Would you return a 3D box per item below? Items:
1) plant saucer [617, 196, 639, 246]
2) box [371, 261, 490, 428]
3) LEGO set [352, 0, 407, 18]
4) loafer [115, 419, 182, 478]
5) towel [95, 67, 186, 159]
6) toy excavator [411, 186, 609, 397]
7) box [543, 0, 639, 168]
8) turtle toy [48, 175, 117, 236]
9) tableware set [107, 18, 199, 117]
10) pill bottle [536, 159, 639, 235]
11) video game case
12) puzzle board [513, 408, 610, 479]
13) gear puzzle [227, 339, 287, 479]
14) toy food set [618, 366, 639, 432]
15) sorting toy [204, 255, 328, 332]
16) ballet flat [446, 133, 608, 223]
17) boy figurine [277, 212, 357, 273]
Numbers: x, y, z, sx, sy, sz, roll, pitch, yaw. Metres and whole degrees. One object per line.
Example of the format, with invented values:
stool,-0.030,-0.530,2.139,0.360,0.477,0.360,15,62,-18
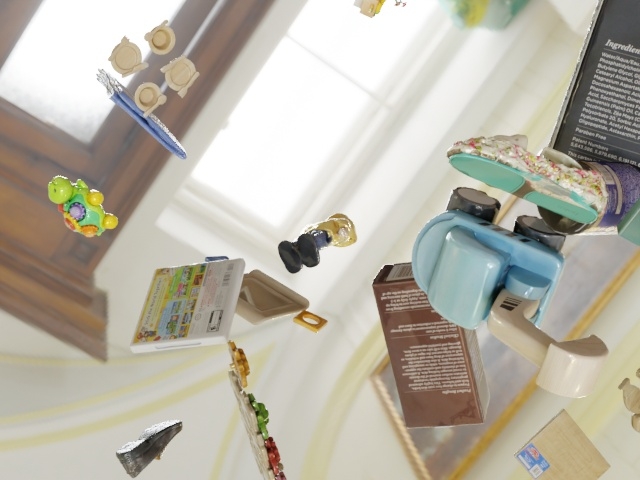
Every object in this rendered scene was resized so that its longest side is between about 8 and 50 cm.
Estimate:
plant saucer,0.483,-0.033,1.418,0.067,0.018,0.192,30,161,11
box,0.262,0.238,2.273,0.143,0.191,0.381,-49,-51,-64
LEGO set,0.123,-0.425,1.637,0.107,0.132,0.287,42,-166,-19
loafer,-0.348,0.427,2.027,0.170,0.062,0.061,-29,-76,-44
towel,-0.388,-0.272,2.096,0.209,0.034,0.285,44,-179,-27
toy excavator,0.339,0.108,1.816,0.433,0.222,0.445,24,-156,19
box,0.664,-0.274,1.977,0.298,0.471,0.480,19,-168,17
turtle toy,-0.402,-0.056,1.626,0.095,0.066,0.130,16,141,49
tableware set,-0.309,-0.324,1.829,0.020,0.141,0.168,30,156,49
pill bottle,0.470,-0.070,1.614,0.219,0.122,0.123,-1,-147,-38
video game case,-0.270,0.132,2.016,0.227,0.207,0.026,-81,-22,-46
puzzle board,0.340,0.309,1.378,0.128,0.096,0.011,49,178,-21
gear puzzle,-0.113,0.318,1.765,0.175,0.044,0.338,-134,26,-62
toy food set,0.412,0.197,1.227,0.019,0.078,0.122,29,155,55
sorting toy,-0.147,0.135,2.194,0.348,0.047,0.196,29,-156,28
ballet flat,0.279,-0.096,1.312,0.241,0.077,0.091,22,159,-17
boy figurine,0.000,0.000,2.320,0.285,0.177,0.092,-25,-85,-64
